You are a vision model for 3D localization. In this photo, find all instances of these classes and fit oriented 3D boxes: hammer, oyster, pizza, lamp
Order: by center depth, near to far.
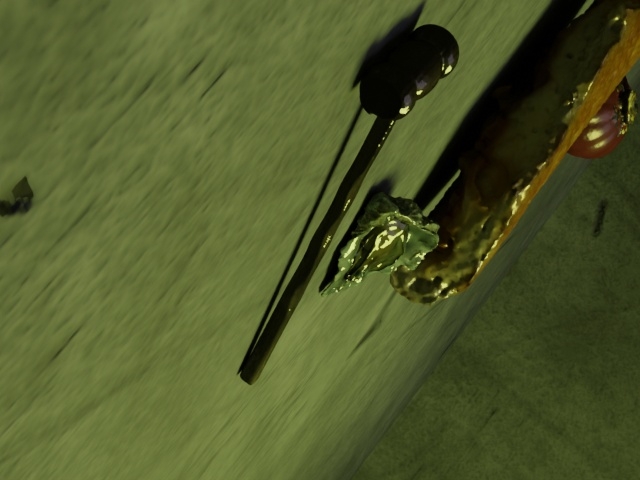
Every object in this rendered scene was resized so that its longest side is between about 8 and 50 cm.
[{"bbox_3d":[0.000,0.000,0.725,0.058,0.029,0.292,-42,167,-42],"label":"hammer"},{"bbox_3d":[0.033,0.003,0.880,0.100,0.037,0.098,-36,159,27],"label":"oyster"},{"bbox_3d":[0.175,-0.099,1.039,0.365,0.074,0.182,-52,171,-8],"label":"pizza"},{"bbox_3d":[0.258,-0.129,1.271,0.101,0.090,0.101,-14,106,-56],"label":"lamp"}]
